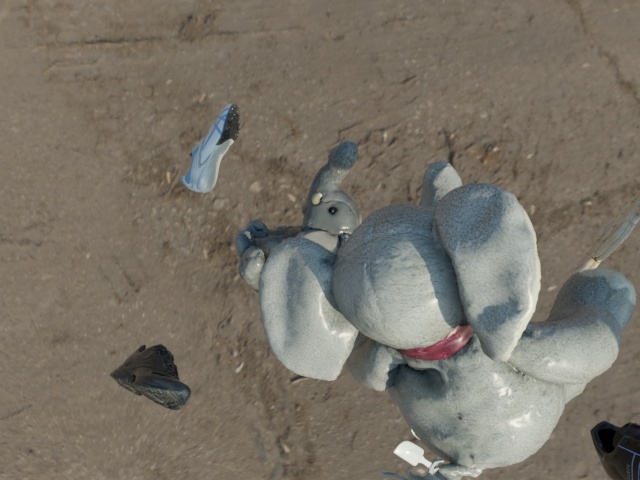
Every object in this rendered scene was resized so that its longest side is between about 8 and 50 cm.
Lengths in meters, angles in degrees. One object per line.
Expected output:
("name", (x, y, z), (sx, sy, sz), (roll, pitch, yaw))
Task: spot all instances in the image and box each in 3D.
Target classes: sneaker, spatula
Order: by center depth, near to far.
("sneaker", (0.404, 0.259, 0.767), (0.081, 0.232, 0.090), (-31, 85, -20))
("sneaker", (-0.259, -0.226, 1.559), (0.086, 0.085, 0.237), (18, 74, 18))
("sneaker", (-0.391, 0.312, 1.566), (0.130, 0.286, 0.109), (-56, 129, -24))
("spatula", (0.313, 0.525, 1.695), (0.242, 0.019, 0.168), (38, 79, -25))

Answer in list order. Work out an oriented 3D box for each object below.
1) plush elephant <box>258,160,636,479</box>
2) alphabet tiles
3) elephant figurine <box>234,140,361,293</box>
("plush elephant", (0.104, 0.054, 0.574), (0.330, 0.272, 0.255), (-50, 126, -49))
("alphabet tiles", (0.492, -0.023, 1.085), (0.021, 0.278, 0.284), (41, 44, 14))
("elephant figurine", (0.000, 0.000, 1.006), (0.186, 0.239, 0.169), (42, 32, -42))
